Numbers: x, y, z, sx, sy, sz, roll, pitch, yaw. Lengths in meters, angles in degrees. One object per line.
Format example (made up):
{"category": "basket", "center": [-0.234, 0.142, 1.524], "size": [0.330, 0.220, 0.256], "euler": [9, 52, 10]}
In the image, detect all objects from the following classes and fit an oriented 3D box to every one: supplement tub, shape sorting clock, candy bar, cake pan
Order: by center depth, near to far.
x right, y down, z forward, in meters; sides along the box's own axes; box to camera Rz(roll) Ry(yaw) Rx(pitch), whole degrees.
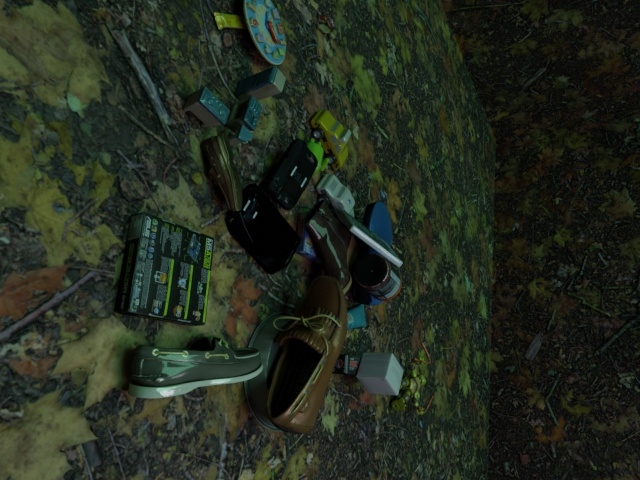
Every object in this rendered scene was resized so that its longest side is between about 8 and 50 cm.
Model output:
{"category": "cake pan", "center": [-0.075, 0.326, 1.201], "size": [0.293, 0.054, 0.292], "euler": [18, 69, -54]}
{"category": "candy bar", "center": [-0.212, -0.556, 1.222], "size": [0.161, 0.018, 0.040], "euler": [-33, 110, -56]}
{"category": "shape sorting clock", "center": [-0.145, -0.577, 1.285], "size": [0.206, 0.041, 0.206], "euler": [-10, 90, -70]}
{"category": "supplement tub", "center": [0.176, 0.116, 1.400], "size": [0.198, 0.106, 0.105], "euler": [43, 48, -59]}

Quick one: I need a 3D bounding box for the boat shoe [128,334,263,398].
{"category": "boat shoe", "center": [-0.227, 0.235, 0.938], "size": [0.305, 0.109, 0.091], "euler": [6, 83, -53]}

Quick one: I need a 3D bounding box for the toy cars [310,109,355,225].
{"category": "toy cars", "center": [0.059, -0.220, 1.500], "size": [0.177, 0.087, 0.393], "euler": [2, 81, -57]}

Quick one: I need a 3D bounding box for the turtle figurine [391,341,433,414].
{"category": "turtle figurine", "center": [0.326, 0.517, 1.746], "size": [0.217, 0.087, 0.269], "euler": [-5, 95, -50]}

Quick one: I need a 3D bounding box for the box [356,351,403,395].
{"category": "box", "center": [0.179, 0.399, 1.433], "size": [0.101, 0.102, 0.087], "euler": [58, 39, -34]}

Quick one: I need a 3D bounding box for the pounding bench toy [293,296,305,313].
{"category": "pounding bench toy", "center": [-0.017, 0.189, 1.293], "size": [0.065, 0.083, 0.052], "euler": [51, 44, -38]}

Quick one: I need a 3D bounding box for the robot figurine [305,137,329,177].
{"category": "robot figurine", "center": [-0.029, -0.237, 1.387], "size": [0.101, 0.067, 0.115], "euler": [23, 62, -23]}

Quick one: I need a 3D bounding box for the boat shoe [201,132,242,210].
{"category": "boat shoe", "center": [-0.221, -0.150, 1.083], "size": [0.064, 0.060, 0.177], "euler": [-57, 133, -83]}

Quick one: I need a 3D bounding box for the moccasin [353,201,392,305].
{"category": "moccasin", "center": [0.147, 0.038, 1.562], "size": [0.138, 0.117, 0.341], "euler": [24, 68, -39]}

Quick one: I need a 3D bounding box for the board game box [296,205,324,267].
{"category": "board game box", "center": [0.000, 0.000, 1.408], "size": [0.201, 0.035, 0.136], "euler": [33, 57, -50]}

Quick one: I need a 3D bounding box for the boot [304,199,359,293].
{"category": "boot", "center": [0.012, 0.031, 1.330], "size": [0.206, 0.090, 0.248], "euler": [52, 42, -25]}

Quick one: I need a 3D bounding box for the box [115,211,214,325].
{"category": "box", "center": [-0.294, 0.061, 0.934], "size": [0.184, 0.045, 0.190], "euler": [27, 60, -55]}

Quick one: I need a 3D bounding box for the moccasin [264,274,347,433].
{"category": "moccasin", "center": [-0.037, 0.245, 1.119], "size": [0.147, 0.139, 0.379], "euler": [57, 49, -47]}

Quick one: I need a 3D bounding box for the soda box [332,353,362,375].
{"category": "soda box", "center": [0.102, 0.383, 1.462], "size": [0.169, 0.053, 0.060], "euler": [25, 62, -52]}

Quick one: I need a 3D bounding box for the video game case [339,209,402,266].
{"category": "video game case", "center": [0.145, -0.010, 1.404], "size": [0.190, 0.022, 0.173], "euler": [36, 10, -18]}

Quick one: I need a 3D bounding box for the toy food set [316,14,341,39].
{"category": "toy food set", "center": [0.024, -0.729, 1.629], "size": [0.122, 0.019, 0.077], "euler": [7, 77, -48]}

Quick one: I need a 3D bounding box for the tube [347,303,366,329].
{"category": "tube", "center": [0.101, 0.245, 1.502], "size": [0.207, 0.052, 0.080], "euler": [1, 87, -62]}

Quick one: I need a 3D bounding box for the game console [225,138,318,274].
{"category": "game console", "center": [-0.096, -0.106, 1.241], "size": [0.213, 0.044, 0.361], "euler": [53, 51, -37]}

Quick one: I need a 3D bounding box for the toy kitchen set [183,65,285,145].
{"category": "toy kitchen set", "center": [-0.194, -0.344, 1.106], "size": [0.166, 0.122, 0.207], "euler": [42, 49, -45]}
